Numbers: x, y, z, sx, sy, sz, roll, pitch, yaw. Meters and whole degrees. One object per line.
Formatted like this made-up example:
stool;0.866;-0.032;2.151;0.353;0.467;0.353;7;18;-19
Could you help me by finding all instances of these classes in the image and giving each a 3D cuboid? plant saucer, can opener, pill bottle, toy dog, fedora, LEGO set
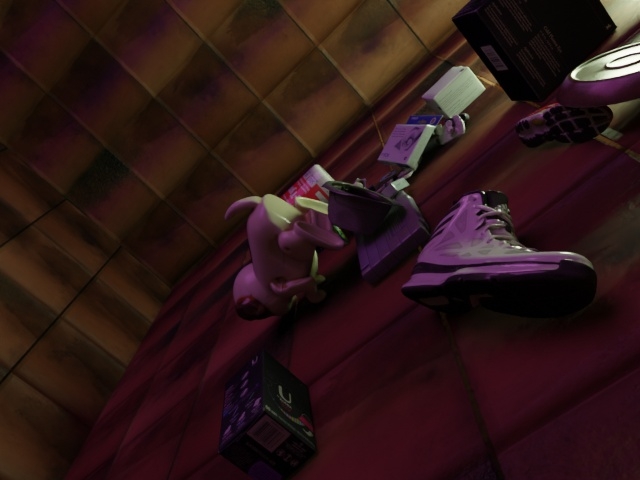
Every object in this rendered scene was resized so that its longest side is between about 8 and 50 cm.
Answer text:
plant saucer;0.682;-0.379;1.192;0.310;0.050;0.311;-22;21;9
can opener;0.427;-0.374;1.991;0.093;0.074;0.280;-12;-10;-45
pill bottle;-0.085;-0.107;2.287;0.407;0.229;0.229;-43;16;7
toy dog;-0.145;0.082;1.744;0.285;0.395;0.408;-110;39;-57
fedora;0.113;-0.094;1.672;0.275;0.243;0.124;33;112;52
LEGO set;0.271;-0.213;2.032;0.244;0.060;0.182;-26;17;36

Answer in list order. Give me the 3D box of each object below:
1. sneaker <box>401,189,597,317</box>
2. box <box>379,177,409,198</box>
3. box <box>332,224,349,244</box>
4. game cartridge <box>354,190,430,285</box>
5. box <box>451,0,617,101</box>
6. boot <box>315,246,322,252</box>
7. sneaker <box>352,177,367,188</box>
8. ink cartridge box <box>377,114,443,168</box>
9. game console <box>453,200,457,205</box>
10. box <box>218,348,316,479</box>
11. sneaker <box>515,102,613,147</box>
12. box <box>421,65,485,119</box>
sneaker;0.329;-0.002;1.020;0.447;0.169;0.258;-13;52;65
box;0.209;-0.134;1.849;0.186;0.038;0.145;-45;-7;29
box;0.056;-0.042;1.996;0.043;0.105;0.179;-37;17;5
game cartridge;0.212;-0.020;1.649;0.230;0.068;0.355;-37;17;14
box;0.639;-0.653;1.624;0.312;0.343;0.179;-43;17;3
boot;0.000;0.000;2.150;0.099;0.045;0.121;-39;18;33
sneaker;0.123;-0.150;2.024;0.262;0.099;0.121;-73;-6;-56
ink cartridge box;0.329;-0.381;2.013;0.224;0.045;0.223;-61;25;-1
game console;0.336;-0.030;1.350;0.071;0.107;0.122;-16;18;-1
box;-0.123;0.403;1.247;0.143;0.165;0.270;-44;17;7
sneaker;0.600;-0.308;1.321;0.118;0.107;0.279;-39;17;-13
box;0.525;-0.587;2.145;0.182;0.119;0.181;-43;16;9
